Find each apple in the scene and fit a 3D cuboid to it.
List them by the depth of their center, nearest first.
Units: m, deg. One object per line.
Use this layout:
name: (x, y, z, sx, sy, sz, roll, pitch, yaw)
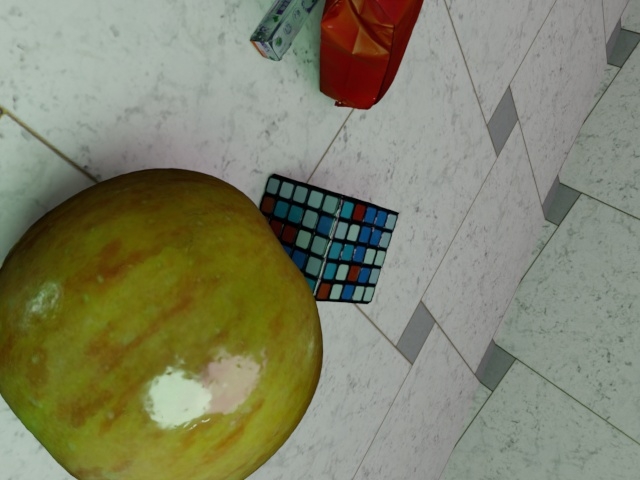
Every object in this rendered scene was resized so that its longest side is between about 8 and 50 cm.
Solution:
apple: (-0.173, 0.099, 0.701, 0.334, 0.400, 0.400, -42, 140, -1)

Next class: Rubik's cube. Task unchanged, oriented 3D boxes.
Rubik's cube: (0.000, 0.000, 1.054, 0.184, 0.187, 0.182, 11, 97, -50)

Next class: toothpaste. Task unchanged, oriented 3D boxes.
toothpaste: (-0.041, -0.380, 0.950, 0.196, 0.040, 0.047, -60, 146, -13)

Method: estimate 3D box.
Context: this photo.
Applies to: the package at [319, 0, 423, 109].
package: (0.083, -0.354, 0.912, 0.423, 0.123, 0.195, 91, 22, -80)
